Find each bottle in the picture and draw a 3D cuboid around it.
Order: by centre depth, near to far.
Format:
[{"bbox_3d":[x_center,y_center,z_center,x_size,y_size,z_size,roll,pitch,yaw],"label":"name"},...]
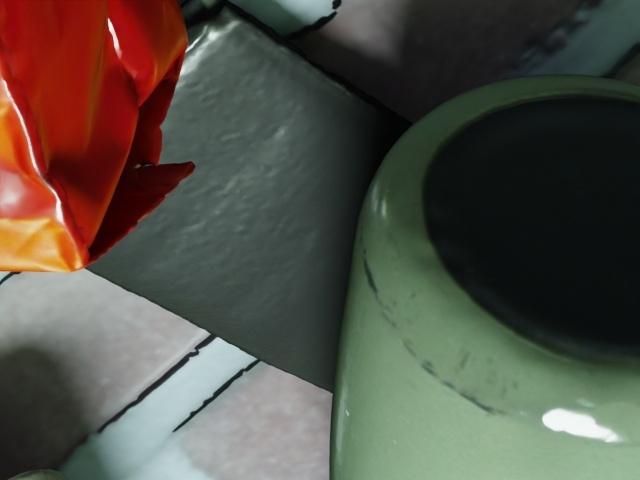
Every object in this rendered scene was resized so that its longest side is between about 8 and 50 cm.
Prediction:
[{"bbox_3d":[0.082,0.103,0.707,0.168,0.168,0.347,-13,142,-16],"label":"bottle"}]

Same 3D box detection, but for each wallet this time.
[{"bbox_3d":[0.000,0.000,0.702,0.124,0.025,0.244,-45,134,17],"label":"wallet"}]

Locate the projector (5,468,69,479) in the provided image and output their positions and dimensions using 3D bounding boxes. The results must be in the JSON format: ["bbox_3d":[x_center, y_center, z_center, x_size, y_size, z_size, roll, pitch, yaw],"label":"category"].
[{"bbox_3d":[-0.192,0.211,0.721,0.257,0.079,0.259,-26,150,-10],"label":"projector"}]

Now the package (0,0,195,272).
[{"bbox_3d":[-0.164,-0.156,0.376,0.196,0.123,0.423,-1,129,15],"label":"package"}]
